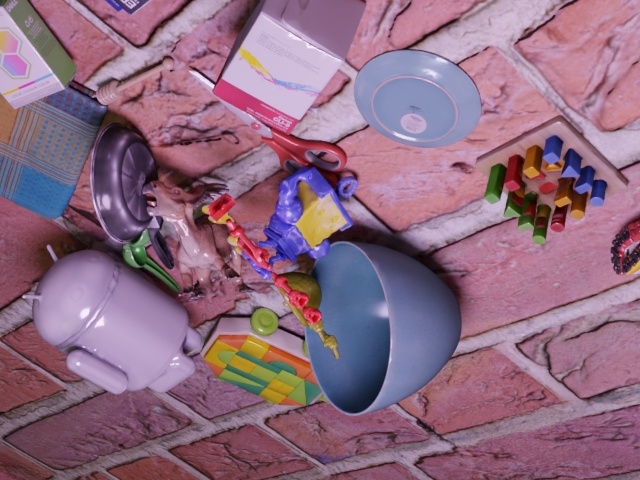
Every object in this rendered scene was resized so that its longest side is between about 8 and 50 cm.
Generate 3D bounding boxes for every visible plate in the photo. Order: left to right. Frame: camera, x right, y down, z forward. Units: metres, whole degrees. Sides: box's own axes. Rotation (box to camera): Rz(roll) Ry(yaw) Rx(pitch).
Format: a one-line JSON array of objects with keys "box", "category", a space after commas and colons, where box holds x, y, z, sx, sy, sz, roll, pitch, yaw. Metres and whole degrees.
[{"box": [0.137, -0.195, 1.420, 0.188, 0.024, 0.188, 11, 142, 9], "category": "plate"}]

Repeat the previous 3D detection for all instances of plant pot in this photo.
[{"box": [0.123, 0.142, 1.683, 0.196, 0.290, 0.290, -3, 153, -29], "category": "plant pot"}]

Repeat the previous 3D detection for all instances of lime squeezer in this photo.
[{"box": [-0.319, 0.009, 1.851, 0.110, 0.058, 0.310, 17, 142, 3], "category": "lime squeezer"}]

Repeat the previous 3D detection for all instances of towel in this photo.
[{"box": [-0.533, -0.190, 1.711, 0.272, 0.040, 0.370, 27, 141, -12], "category": "towel"}]

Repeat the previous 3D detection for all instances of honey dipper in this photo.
[{"box": [-0.287, -0.250, 1.532, 0.161, 0.030, 0.030, -18, 130, 36], "category": "honey dipper"}]

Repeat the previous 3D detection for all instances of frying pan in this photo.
[{"box": [-0.302, -0.040, 1.635, 0.053, 0.197, 0.326, -4, 121, 17], "category": "frying pan"}]

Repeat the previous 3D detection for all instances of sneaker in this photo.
[{"box": [0.520, -0.024, 1.435, 0.093, 0.088, 0.225, 8, 147, -19], "category": "sneaker"}]

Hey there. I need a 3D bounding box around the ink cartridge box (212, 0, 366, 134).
[{"box": [-0.043, -0.260, 1.328, 0.127, 0.128, 0.176, 28, 143, -12], "category": "ink cartridge box"}]

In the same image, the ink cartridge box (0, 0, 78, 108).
[{"box": [-0.476, -0.309, 1.485, 0.109, 0.062, 0.209, -16, 126, 26], "category": "ink cartridge box"}]

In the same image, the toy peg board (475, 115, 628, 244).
[{"box": [0.332, -0.075, 1.439, 0.161, 0.079, 0.161, 38, 140, -24], "category": "toy peg board"}]

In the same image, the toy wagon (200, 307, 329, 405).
[{"box": [-0.073, 0.267, 2.058, 0.345, 0.068, 0.267, 26, 143, -9], "category": "toy wagon"}]

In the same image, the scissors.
[{"box": [-0.092, -0.167, 1.556, 0.297, 0.021, 0.109, 27, 145, -13], "category": "scissors"}]

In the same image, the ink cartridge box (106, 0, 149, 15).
[{"box": [-0.243, -0.407, 1.288, 0.165, 0.065, 0.333, 40, 139, -26], "category": "ink cartridge box"}]

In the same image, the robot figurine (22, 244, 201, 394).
[{"box": [-0.395, 0.152, 1.869, 0.353, 0.299, 0.200, 38, 121, -25], "category": "robot figurine"}]

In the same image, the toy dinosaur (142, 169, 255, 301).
[{"box": [-0.194, -0.007, 1.712, 0.127, 0.200, 0.295, -11, 168, 7], "category": "toy dinosaur"}]

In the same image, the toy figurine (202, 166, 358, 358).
[{"box": [0.000, 0.000, 1.570, 0.191, 0.217, 0.362, 40, 171, 39], "category": "toy figurine"}]
